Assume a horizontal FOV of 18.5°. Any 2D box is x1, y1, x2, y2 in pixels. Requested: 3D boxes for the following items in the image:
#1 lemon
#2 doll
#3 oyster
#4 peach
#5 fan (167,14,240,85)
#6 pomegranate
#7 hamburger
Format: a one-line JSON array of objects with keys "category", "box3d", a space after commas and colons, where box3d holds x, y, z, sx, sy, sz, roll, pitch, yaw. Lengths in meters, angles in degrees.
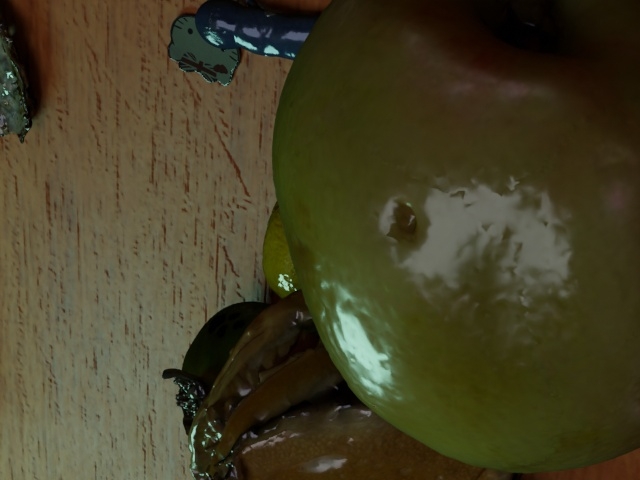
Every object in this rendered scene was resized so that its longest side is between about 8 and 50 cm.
[{"category": "lemon", "box3d": [0.000, 0.000, 1.373, 0.082, 0.082, 0.110, 22, 130, 19]}, {"category": "doll", "box3d": [-0.027, -0.139, 1.319, 0.125, 0.027, 0.037, 12, 124, 19]}, {"category": "oyster", "box3d": [-0.241, -0.130, 1.476, 0.086, 0.029, 0.132, 31, 133, 2]}, {"category": "peach", "box3d": [0.122, -0.022, 1.124, 0.281, 0.314, 0.315, -13, 120, 4]}, {"category": "fan", "box3d": [-0.078, -0.144, 1.367, 0.056, 0.004, 0.083, 27, 134, 10]}, {"category": "pomegranate", "box3d": [-0.061, 0.108, 1.456, 0.122, 0.161, 0.122, 5, 98, 39]}, {"category": "hamburger", "box3d": [0.024, 0.134, 1.339, 0.244, 0.163, 0.244, -6, 135, -6]}]
